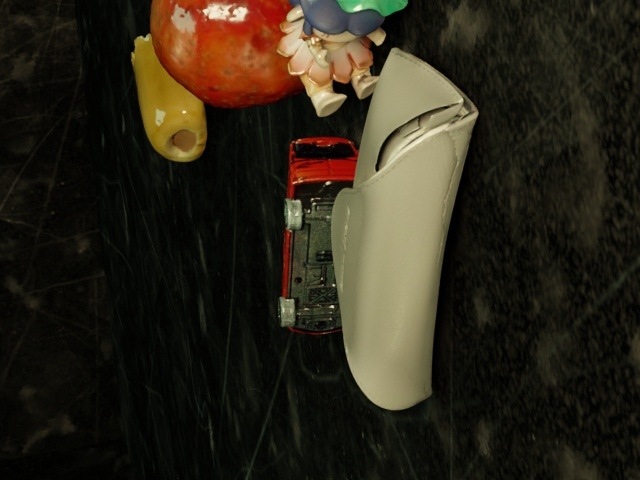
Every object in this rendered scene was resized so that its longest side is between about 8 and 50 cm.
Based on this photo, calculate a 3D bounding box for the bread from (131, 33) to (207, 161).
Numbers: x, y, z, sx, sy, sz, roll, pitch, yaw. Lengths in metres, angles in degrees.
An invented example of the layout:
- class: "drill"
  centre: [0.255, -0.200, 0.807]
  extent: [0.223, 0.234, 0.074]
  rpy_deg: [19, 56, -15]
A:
- class: "bread"
  centre: [-0.220, -0.204, 2.053]
  extent: [0.134, 0.085, 0.173]
  rpy_deg: [106, 152, -59]

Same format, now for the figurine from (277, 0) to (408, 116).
- class: "figurine"
  centre: [0.008, -0.191, 1.162]
  extent: [0.102, 0.111, 0.195]
  rpy_deg: [55, 157, 15]

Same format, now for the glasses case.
- class: "glasses case"
  centre: [0.054, -0.005, 1.142]
  extent: [0.128, 0.083, 0.308]
  rpy_deg: [-116, 23, -46]

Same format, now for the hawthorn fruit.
- class: "hawthorn fruit"
  centre: [-0.073, -0.219, 1.299]
  extent: [0.200, 0.179, 0.179]
  rpy_deg: [81, 174, -64]

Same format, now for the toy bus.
- class: "toy bus"
  centre: [0.000, 0.000, 1.366]
  extent: [0.089, 0.081, 0.195]
  rpy_deg: [-101, 12, -50]
